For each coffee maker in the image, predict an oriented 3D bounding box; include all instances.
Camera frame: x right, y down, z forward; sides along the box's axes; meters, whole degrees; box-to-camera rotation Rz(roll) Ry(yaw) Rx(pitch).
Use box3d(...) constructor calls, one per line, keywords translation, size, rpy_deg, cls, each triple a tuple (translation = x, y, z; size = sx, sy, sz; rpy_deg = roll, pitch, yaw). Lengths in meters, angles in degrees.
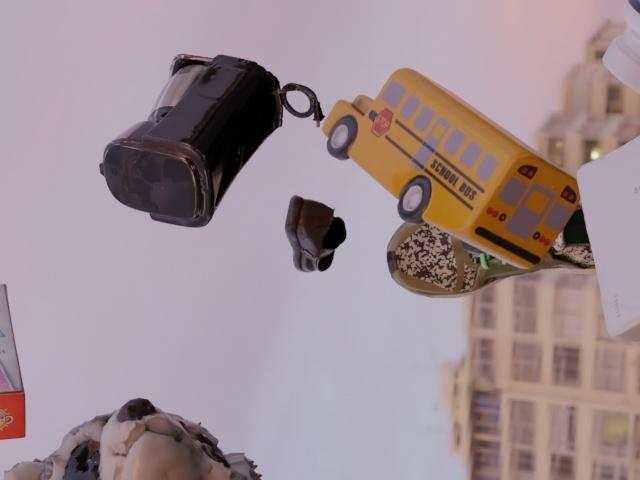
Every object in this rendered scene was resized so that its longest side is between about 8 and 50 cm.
box3d(translation=(-0.114, -0.108, 1.480), size=(0.120, 0.171, 0.178), rpy_deg=(63, -147, -27), cls="coffee maker")

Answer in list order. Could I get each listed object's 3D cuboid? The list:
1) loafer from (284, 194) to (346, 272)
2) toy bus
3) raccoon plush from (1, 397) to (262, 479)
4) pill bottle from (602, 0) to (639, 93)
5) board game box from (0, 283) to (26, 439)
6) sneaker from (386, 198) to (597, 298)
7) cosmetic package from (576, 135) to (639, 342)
box3d(translation=(0.000, 0.000, 2.158), size=(0.220, 0.078, 0.080), rpy_deg=(62, -142, -72), cls="loafer")
box3d(translation=(0.128, -0.085, 1.542), size=(0.108, 0.332, 0.130), rpy_deg=(24, -78, -33), cls="toy bus")
box3d(translation=(-0.113, 0.327, 0.986), size=(0.216, 0.299, 0.446), rpy_deg=(3, -74, -37), cls="raccoon plush")
box3d(translation=(0.478, -0.307, 1.818), size=(0.264, 0.153, 0.153), rpy_deg=(-59, -11, 24), cls="pill bottle")
box3d(translation=(-0.502, 0.153, 1.809), size=(0.316, 0.242, 0.064), rpy_deg=(-123, 33, -63), cls="board game box")
box3d(translation=(0.301, -0.013, 2.139), size=(0.182, 0.410, 0.158), rpy_deg=(128, 132, -81), cls="sneaker")
box3d(translation=(0.424, 0.002, 1.154), size=(0.385, 0.217, 0.156), rpy_deg=(12, -119, -35), cls="cosmetic package")
